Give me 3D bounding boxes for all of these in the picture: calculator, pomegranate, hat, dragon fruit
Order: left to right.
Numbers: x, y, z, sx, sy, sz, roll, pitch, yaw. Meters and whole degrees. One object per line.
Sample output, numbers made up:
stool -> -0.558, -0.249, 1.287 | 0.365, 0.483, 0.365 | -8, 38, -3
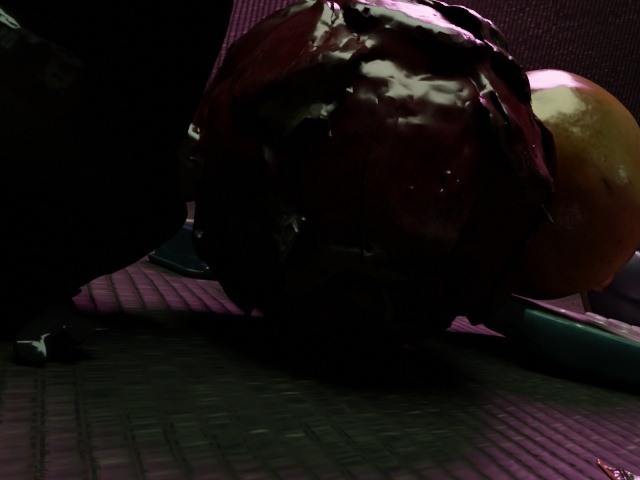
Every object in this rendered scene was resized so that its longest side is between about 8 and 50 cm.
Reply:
hat -> -0.199, -0.062, 0.469 | 0.238, 0.336, 0.209 | 28, 42, -4
dragon fruit -> 0.039, -0.059, 0.656 | 0.329, 0.329, 0.329 | 12, 4, -1
pomegranate -> 0.245, -0.045, 0.860 | 0.270, 0.229, 0.252 | 44, -39, -11
calculator -> 0.363, 0.126, 0.862 | 0.386, 0.054, 0.256 | 13, 3, -10

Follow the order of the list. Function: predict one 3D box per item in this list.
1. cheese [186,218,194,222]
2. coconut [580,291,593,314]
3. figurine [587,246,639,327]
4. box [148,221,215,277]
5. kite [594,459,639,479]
cheese -> -0.189, -0.010, 1.163 | 0.060, 0.041, 0.084 | 5, 19, 5
coconut -> 0.538, 0.049, 1.273 | 0.233, 0.245, 0.233 | -10, -30, -6
figurine -> 0.504, 0.070, 1.063 | 0.265, 0.197, 0.175 | 23, 3, 25
box -> -0.147, 0.009, 0.913 | 0.074, 0.054, 0.099 | 6, 8, -45
kite -> 0.224, 0.150, 0.368 | 0.232, 0.009, 0.189 | 16, 5, 43
